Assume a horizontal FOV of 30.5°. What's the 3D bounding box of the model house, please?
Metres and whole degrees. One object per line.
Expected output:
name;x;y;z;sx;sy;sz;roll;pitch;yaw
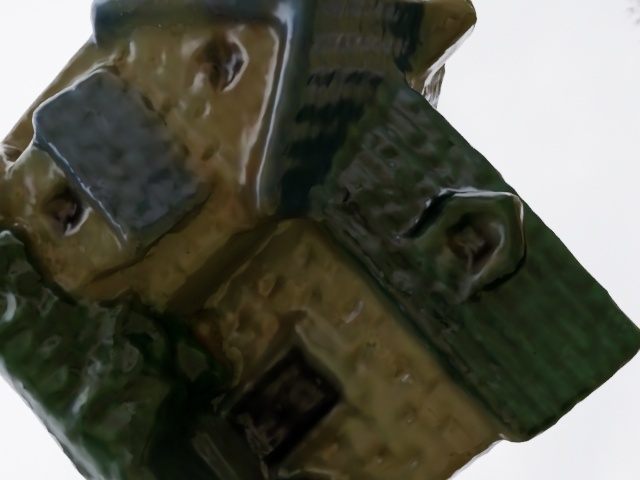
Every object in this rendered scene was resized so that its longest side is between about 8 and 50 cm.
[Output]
model house;0.000;0.000;0.801;0.342;0.334;0.382;-43;-101;20
